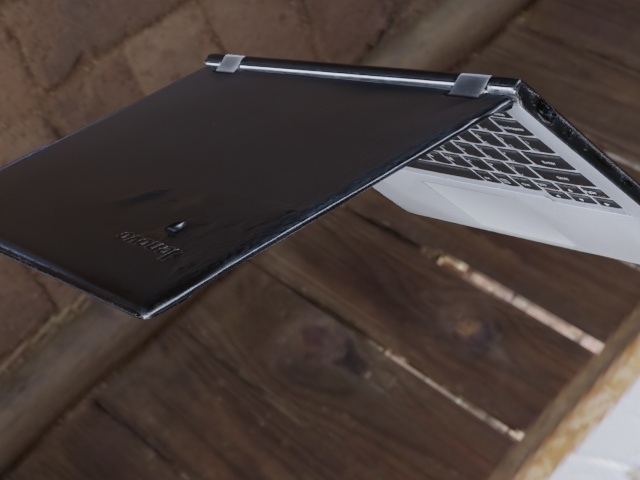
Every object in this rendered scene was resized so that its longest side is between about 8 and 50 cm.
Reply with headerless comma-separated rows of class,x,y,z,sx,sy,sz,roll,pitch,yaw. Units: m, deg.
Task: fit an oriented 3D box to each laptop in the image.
laptop,0.000,0.000,0.936,0.408,0.382,0.236,33,81,-34
